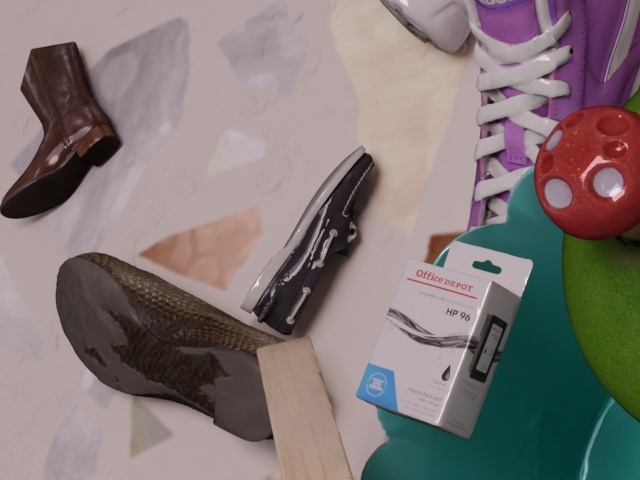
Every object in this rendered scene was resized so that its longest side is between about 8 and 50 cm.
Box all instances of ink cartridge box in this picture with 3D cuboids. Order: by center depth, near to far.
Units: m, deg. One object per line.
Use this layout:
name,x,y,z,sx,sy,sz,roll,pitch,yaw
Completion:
ink cartridge box,0.054,0.039,0.713,0.048,0.028,0.083,15,80,40

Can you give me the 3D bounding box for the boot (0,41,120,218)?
boot,-0.205,-0.083,1.194,0.106,0.037,0.114,-34,57,6

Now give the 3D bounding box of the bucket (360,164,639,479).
bucket,0.174,0.106,0.734,0.281,0.183,0.281,-15,63,32

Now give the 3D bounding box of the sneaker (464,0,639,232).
sneaker,0.106,-0.071,0.874,0.102,0.161,0.282,6,77,37

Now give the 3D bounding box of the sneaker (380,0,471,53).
sneaker,0.049,-0.222,1.037,0.115,0.090,0.232,-44,60,7

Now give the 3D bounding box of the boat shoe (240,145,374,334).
boat shoe,0.000,0.000,1.005,0.038,0.046,0.125,35,80,-2

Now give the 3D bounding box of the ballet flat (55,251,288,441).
ballet flat,-0.086,0.064,1.040,0.250,0.058,0.084,19,116,46

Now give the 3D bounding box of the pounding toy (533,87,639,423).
pounding toy,0.162,0.004,0.591,0.183,0.110,0.237,-38,52,19

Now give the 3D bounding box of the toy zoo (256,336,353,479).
toy zoo,0.020,0.211,0.765,0.030,0.293,0.192,-13,15,-2
